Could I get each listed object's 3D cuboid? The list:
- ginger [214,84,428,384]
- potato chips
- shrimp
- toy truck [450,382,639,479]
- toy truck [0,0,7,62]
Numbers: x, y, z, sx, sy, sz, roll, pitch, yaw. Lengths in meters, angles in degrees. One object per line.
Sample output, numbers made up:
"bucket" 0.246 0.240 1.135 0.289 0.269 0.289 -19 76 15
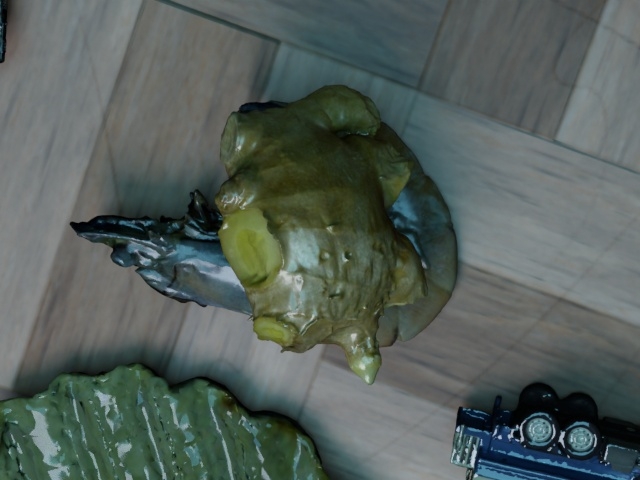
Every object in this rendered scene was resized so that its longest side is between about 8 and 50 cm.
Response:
"ginger" 0.000 0.000 1.160 0.102 0.157 0.216 -21 84 51
"potato chips" -0.104 0.296 1.279 0.358 0.070 0.429 -17 95 9
"shrimp" -0.033 -0.024 1.234 0.289 0.075 0.178 15 90 4
"toy truck" 0.199 0.168 1.233 0.201 0.074 0.088 13 103 4
"toy truck" -0.363 -0.190 1.215 0.257 0.127 0.127 3 96 1
